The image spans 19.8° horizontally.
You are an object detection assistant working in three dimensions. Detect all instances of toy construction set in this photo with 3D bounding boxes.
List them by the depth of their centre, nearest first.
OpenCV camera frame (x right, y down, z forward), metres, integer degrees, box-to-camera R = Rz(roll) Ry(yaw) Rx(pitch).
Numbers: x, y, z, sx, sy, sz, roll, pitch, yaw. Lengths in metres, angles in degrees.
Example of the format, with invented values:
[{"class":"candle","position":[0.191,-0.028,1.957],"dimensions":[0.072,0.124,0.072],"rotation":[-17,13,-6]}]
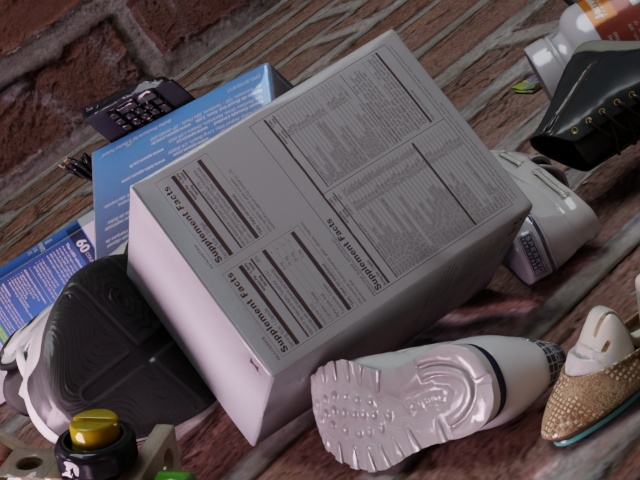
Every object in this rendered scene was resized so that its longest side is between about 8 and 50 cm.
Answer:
[{"class":"toy construction set","position":[-0.179,0.228,1.364],"dimensions":[0.237,0.257,0.309],"rotation":[-7,-2,16]}]

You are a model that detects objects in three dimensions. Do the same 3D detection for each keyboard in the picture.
[{"class":"keyboard","position":[-0.178,-0.079,2.185],"dimensions":[0.201,0.317,0.033],"rotation":[-21,53,23]}]

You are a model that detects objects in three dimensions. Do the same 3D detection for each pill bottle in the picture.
[{"class":"pill bottle","position":[0.327,-0.213,1.903],"dimensions":[0.216,0.121,0.121],"rotation":[-30,14,5]}]

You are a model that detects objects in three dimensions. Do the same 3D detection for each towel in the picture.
[{"class":"towel","position":[0.273,-0.202,2.199],"dimensions":[0.083,0.009,0.060],"rotation":[-34,15,-13]}]

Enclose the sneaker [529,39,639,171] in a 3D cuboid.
[{"class":"sneaker","position":[0.292,-0.116,1.628],"dimensions":[0.222,0.083,0.118],"rotation":[1,53,53]}]

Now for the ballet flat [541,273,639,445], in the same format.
[{"class":"ballet flat","position":[0.225,0.062,1.286],"dimensions":[0.206,0.067,0.073],"rotation":[-35,16,-16]}]

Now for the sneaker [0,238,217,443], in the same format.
[{"class":"sneaker","position":[-0.210,0.127,1.714],"dimensions":[0.257,0.169,0.447],"rotation":[-42,6,23]}]

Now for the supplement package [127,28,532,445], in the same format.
[{"class":"supplement package","position":[0.000,0.000,1.536],"dimensions":[0.262,0.198,0.199],"rotation":[-33,-15,-18]}]

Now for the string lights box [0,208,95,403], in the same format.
[{"class":"string lights box","position":[-0.332,0.080,2.217],"dimensions":[0.259,0.133,0.077],"rotation":[-32,14,-7]}]

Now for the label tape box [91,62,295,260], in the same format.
[{"class":"label tape box","position":[-0.115,0.009,1.991],"dimensions":[0.249,0.115,0.348],"rotation":[-25,52,21]}]

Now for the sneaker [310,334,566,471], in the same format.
[{"class":"sneaker","position":[0.083,0.118,1.392],"dimensions":[0.095,0.090,0.235],"rotation":[-18,3,-38]}]

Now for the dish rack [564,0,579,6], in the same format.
[{"class":"dish rack","position":[0.443,-0.375,2.300],"dimensions":[0.333,0.072,0.285],"rotation":[-29,11,7]}]

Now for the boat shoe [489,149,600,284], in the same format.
[{"class":"boat shoe","position":[0.183,-0.040,1.670],"dimensions":[0.088,0.096,0.267],"rotation":[-27,15,-2]}]
